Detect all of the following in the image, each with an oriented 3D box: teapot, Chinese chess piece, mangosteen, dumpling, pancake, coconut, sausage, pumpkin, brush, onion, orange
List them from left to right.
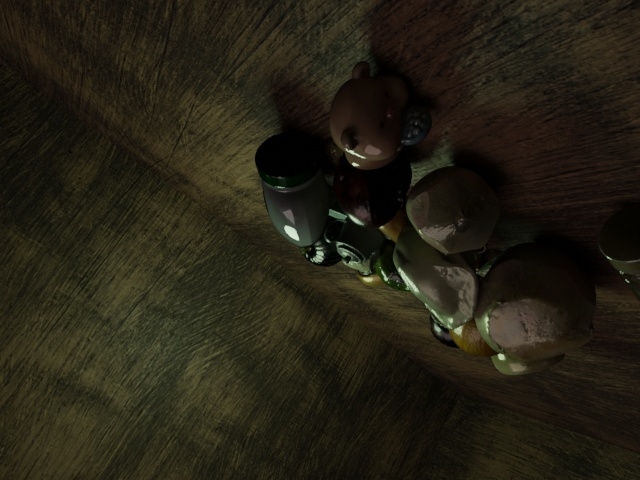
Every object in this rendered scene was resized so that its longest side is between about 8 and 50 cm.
[{"bbox_3d":[0.000,0.000,2.281,0.249,0.216,0.250,28,132,36],"label":"pumpkin"},{"bbox_3d":[0.115,0.014,1.911,0.239,0.149,0.162,37,163,-18],"label":"teapot"},{"bbox_3d":[0.112,-0.241,1.677,0.235,0.029,0.212,31,164,2],"label":"pancake"},{"bbox_3d":[0.138,-0.150,1.469,0.221,0.281,0.281,-1,153,16],"label":"onion"},{"bbox_3d":[0.236,0.074,2.167,0.266,0.174,0.166,-9,130,46],"label":"brush"},{"bbox_3d":[0.321,-0.016,1.824,0.353,0.116,0.134,35,152,-26],"label":"sausage"},{"bbox_3d":[0.329,0.112,1.590,0.395,0.232,0.316,-139,39,-58],"label":"dumpling"},{"bbox_3d":[0.343,-0.074,1.365,0.227,0.227,0.230,36,-167,-16],"label":"coconut"},{"bbox_3d":[0.561,0.310,2.181,0.228,0.228,0.266,22,130,30],"label":"mangosteen"},{"bbox_3d":[0.590,0.285,1.930,0.274,0.274,0.274,29,164,9],"label":"orange"},{"bbox_3d":[0.774,0.412,2.000,0.102,0.273,0.273,70,161,3],"label":"Chinese chess piece"},{"bbox_3d":[0.608,0.178,1.518,0.352,0.353,0.353,29,164,9],"label":"coconut"}]

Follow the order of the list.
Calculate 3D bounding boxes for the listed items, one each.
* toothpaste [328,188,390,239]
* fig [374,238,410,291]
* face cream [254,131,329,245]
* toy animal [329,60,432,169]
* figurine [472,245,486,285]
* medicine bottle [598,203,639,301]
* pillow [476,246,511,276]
[{"bbox_3d":[0.126,-0.103,1.964,0.336,0.081,0.067,23,162,26],"label":"toothpaste"},{"bbox_3d":[0.311,0.115,1.952,0.203,0.203,0.235,45,-163,-39],"label":"fig"},{"bbox_3d":[-0.084,-0.167,1.809,0.219,0.313,0.357,-11,141,-1],"label":"face cream"},{"bbox_3d":[0.118,-0.279,1.270,0.229,0.210,0.221,9,171,-22],"label":"toy animal"},{"bbox_3d":[0.467,0.078,1.773,0.189,0.142,0.263,-14,140,20],"label":"figurine"},{"bbox_3d":[0.766,0.072,1.194,0.322,0.151,0.151,40,162,-28],"label":"medicine bottle"},{"bbox_3d":[0.628,0.123,1.705,0.229,0.050,0.148,35,136,-16],"label":"pillow"}]
